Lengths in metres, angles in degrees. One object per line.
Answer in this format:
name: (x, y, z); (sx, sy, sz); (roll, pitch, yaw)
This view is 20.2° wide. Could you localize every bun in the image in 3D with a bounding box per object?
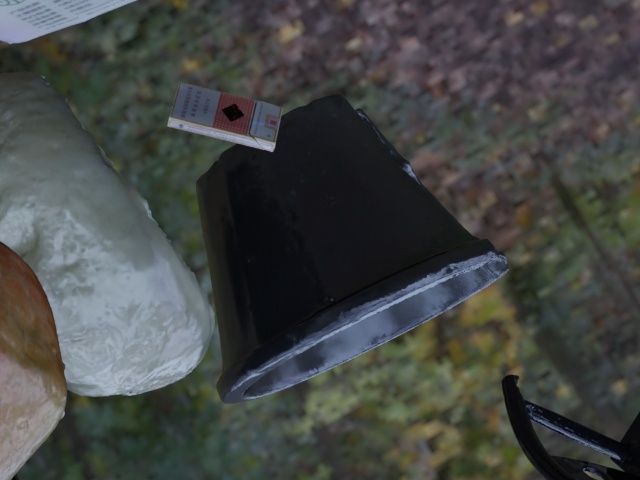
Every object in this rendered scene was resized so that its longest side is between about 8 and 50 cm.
bun: (-0.273, 0.010, 1.795); (0.211, 0.360, 0.360); (-38, 171, -7)

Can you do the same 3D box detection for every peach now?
peach: (-0.273, 0.083, 1.234); (0.232, 0.232, 0.232); (-28, 170, -6)

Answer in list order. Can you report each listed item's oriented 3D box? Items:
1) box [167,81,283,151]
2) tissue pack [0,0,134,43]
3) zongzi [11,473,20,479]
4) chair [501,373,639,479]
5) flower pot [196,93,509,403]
box: (-0.073, -0.096, 1.381); (0.083, 0.046, 0.012); (13, 134, -3)
tissue pack: (-0.149, -0.307, 1.337); (0.356, 0.194, 0.266); (-20, 167, 12)
zongzi: (-0.492, 0.162, 1.913); (0.362, 0.383, 0.319); (-6, -147, 52)
chair: (0.263, 0.125, 1.137); (0.260, 0.154, 0.141); (25, 100, -34)
flower pot: (0.000, 0.000, 1.996); (0.379, 0.251, 0.379); (-27, 173, -4)
